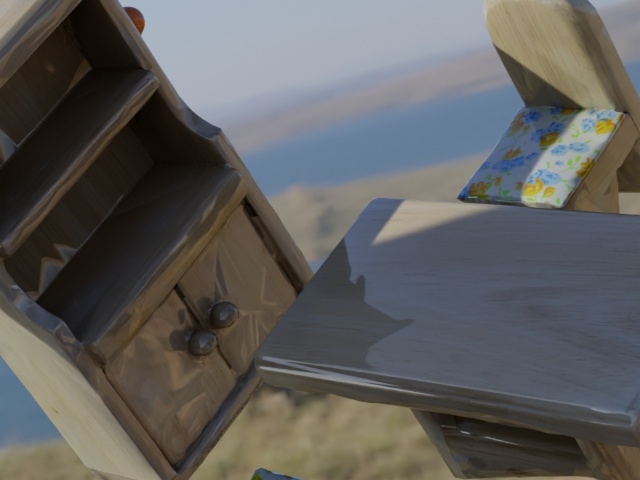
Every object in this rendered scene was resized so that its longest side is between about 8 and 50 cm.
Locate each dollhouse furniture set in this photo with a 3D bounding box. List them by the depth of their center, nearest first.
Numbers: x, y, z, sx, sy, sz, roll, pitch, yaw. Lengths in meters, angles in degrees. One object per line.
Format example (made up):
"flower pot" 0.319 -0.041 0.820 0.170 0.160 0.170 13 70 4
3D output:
"dollhouse furniture set" 0.000 0.000 0.915 0.394 0.256 0.362 5 48 44

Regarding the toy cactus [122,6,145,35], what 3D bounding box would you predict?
"toy cactus" -0.185 -0.077 1.201 0.112 0.219 0.180 8 6 27
